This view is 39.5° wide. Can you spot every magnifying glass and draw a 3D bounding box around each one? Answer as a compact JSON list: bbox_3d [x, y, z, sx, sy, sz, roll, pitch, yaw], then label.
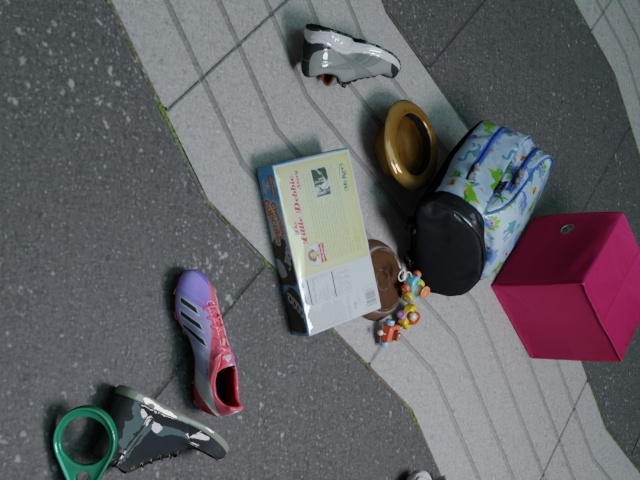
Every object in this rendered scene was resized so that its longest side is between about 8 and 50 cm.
[{"bbox_3d":[-0.349,0.358,1.311,0.092,0.026,0.231,4,94,0],"label":"magnifying glass"}]

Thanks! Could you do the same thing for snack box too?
[{"bbox_3d":[0.000,0.000,1.682,0.187,0.060,0.322,-17,98,-38],"label":"snack box"}]

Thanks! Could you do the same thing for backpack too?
[{"bbox_3d":[0.343,-0.090,1.909,0.290,0.273,0.355,85,19,-48],"label":"backpack"}]

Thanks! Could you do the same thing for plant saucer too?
[{"bbox_3d":[0.120,0.080,1.829,0.168,0.029,0.168,6,81,-45],"label":"plant saucer"}]

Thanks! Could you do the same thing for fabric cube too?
[{"bbox_3d":[0.616,0.112,2.165,0.258,0.254,0.259,-50,121,-33],"label":"fabric cube"}]

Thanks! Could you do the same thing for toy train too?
[{"bbox_3d":[0.177,0.141,1.831,0.125,0.046,0.166,5,102,-60],"label":"toy train"}]

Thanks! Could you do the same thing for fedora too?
[{"bbox_3d":[0.169,-0.195,1.866,0.194,0.079,0.194,12,73,-45],"label":"fedora"}]

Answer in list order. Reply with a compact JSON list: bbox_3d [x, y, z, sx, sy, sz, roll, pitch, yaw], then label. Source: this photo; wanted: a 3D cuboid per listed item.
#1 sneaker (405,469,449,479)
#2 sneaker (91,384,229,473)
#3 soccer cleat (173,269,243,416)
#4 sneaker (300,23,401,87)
[{"bbox_3d":[0.171,0.551,1.804,0.305,0.114,0.152,4,62,-43],"label":"sneaker"},{"bbox_3d":[-0.253,0.325,1.407,0.222,0.083,0.118,34,68,-28],"label":"sneaker"},{"bbox_3d":[-0.179,0.169,1.474,0.083,0.095,0.248,-11,94,-45],"label":"soccer cleat"},{"bbox_3d":[0.055,-0.353,1.771,0.271,0.100,0.108,3,109,-48],"label":"sneaker"}]
